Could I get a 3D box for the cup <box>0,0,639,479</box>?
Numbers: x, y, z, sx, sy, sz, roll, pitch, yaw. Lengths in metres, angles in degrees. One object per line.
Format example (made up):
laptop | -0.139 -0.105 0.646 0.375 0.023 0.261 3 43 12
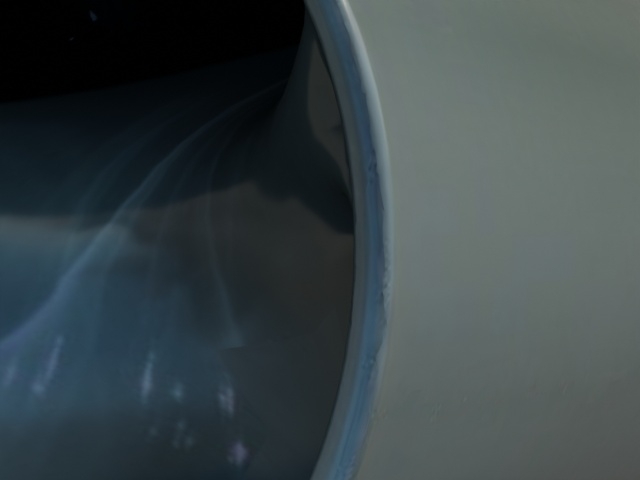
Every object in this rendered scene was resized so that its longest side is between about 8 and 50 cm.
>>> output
cup | 0.000 0.000 0.499 0.312 0.205 0.205 0 79 -59
